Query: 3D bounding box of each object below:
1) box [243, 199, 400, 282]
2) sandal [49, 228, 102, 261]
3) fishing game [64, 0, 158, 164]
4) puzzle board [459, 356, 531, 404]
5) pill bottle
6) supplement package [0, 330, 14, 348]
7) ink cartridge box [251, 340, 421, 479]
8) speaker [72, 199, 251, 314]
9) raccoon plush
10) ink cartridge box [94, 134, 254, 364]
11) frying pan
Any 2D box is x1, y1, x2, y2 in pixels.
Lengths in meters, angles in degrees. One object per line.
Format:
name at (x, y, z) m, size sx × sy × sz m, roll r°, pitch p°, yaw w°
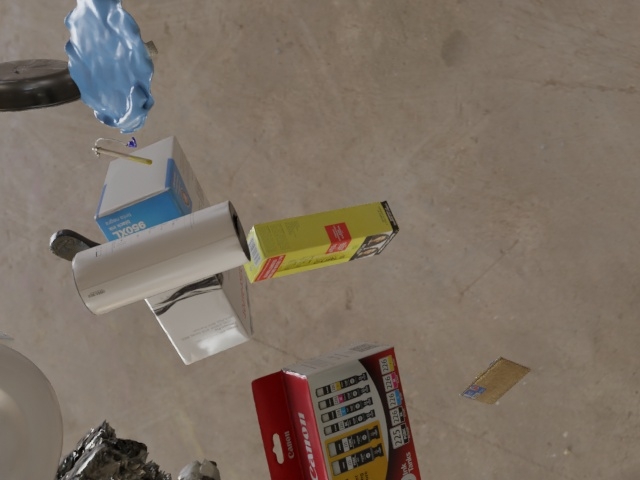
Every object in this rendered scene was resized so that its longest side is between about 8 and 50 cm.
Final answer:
box at (0.000, 0.000, 1.114) m, size 0.058 × 0.232 × 0.087 m, roll 67°, pitch 149°, yaw 21°
sandal at (-0.537, 0.052, 1.794) m, size 0.097 × 0.254 × 0.055 m, roll -47°, pitch 42°, yaw 25°
fishing game at (-0.265, -0.230, 0.948) m, size 0.189 × 0.041 × 0.264 m, roll 10°, pitch 116°, yaw 41°
puzzle board at (0.299, 0.240, 1.264) m, size 0.096 × 0.128 × 0.011 m, roll -46°, pitch 51°, yaw 16°
pill bottle at (-0.410, 0.178, 0.699) m, size 0.333 × 0.187 × 0.188 m, roll -2°, pitch 96°, yaw 40°
supplement package at (-0.660, 0.239, 1.339) m, size 0.105 × 0.105 × 0.179 m, roll 21°, pitch 88°, yaw 22°
ink cartridge box at (0.034, 0.387, 1.452) m, size 0.130 × 0.271 × 0.310 m, roll -5°, pitch 99°, yaw 62°
speaker at (-0.127, 0.013, 0.601) m, size 0.136 × 0.055 × 0.055 m, roll -20°, pitch 84°, yaw 1°
raccoon plush at (-0.275, 0.465, 0.966) m, size 0.299 × 0.446 × 0.216 m, roll 43°, pitch 150°, yaw -14°
ink cartridge box at (-0.300, 0.020, 1.581) m, size 0.166 × 0.285 × 0.395 m, roll -22°, pitch 119°, yaw 3°
frying pan at (-0.496, -0.232, 1.096) m, size 0.325 × 0.197 × 0.053 m, roll 4°, pitch 117°, yaw 10°
